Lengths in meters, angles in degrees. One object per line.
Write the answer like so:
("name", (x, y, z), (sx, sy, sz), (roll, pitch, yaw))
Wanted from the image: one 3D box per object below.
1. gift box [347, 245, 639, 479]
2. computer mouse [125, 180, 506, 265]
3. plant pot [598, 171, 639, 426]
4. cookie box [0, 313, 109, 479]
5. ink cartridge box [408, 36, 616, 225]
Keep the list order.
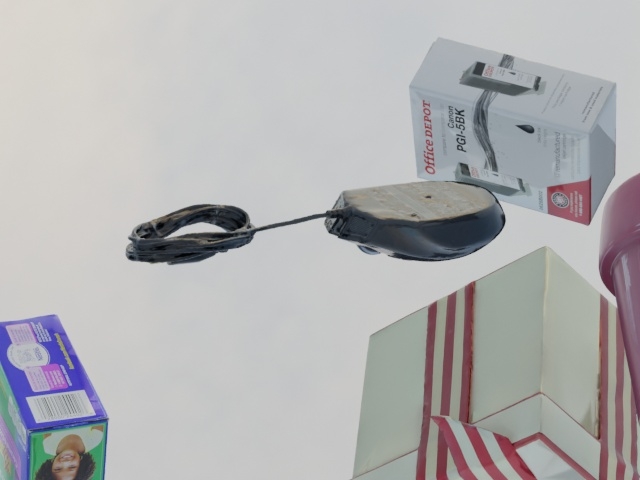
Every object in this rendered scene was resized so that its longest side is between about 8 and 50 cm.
("gift box", (0.159, 0.190, 1.769), (0.255, 0.276, 0.258), (-34, -147, 35))
("computer mouse", (0.000, 0.000, 1.159), (0.071, 0.242, 0.041), (-139, -132, -58))
("plant pot", (0.311, 0.060, 1.515), (0.201, 0.201, 0.180), (-25, -131, 45))
("cookie box", (-0.131, 0.104, 0.923), (0.092, 0.040, 0.107), (-126, -144, -53))
("ink cartridge box", (0.134, -0.076, 1.389), (0.135, 0.099, 0.056), (16, -127, 21))
